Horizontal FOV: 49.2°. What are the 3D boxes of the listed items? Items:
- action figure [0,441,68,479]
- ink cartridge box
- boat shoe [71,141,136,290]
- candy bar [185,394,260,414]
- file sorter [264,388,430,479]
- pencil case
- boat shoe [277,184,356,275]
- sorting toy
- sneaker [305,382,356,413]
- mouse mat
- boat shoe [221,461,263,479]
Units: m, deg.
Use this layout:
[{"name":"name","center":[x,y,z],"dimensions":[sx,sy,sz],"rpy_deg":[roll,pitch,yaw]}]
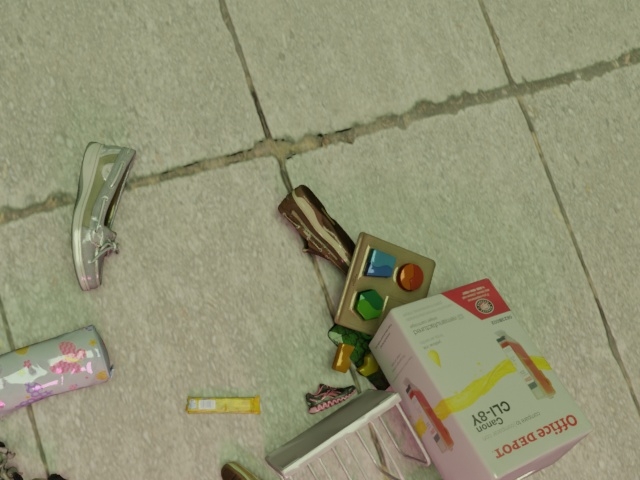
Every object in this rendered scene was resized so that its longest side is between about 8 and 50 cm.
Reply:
[{"name":"action figure","center":[-0.624,0.451,1.312],"dimensions":[0.275,0.141,0.164],"rpy_deg":[26,86,-9]},{"name":"ink cartridge box","center":[0.322,0.300,1.444],"dimensions":[0.279,0.160,0.385],"rpy_deg":[-14,58,-28]},{"name":"boat shoe","center":[-0.455,-0.052,1.466],"dimensions":[0.103,0.118,0.321],"rpy_deg":[4,71,-8]},{"name":"candy bar","center":[-0.207,0.351,1.493],"dimensions":[0.161,0.018,0.040],"rpy_deg":[3,75,-12]},{"name":"file sorter","center":[0.059,0.456,1.447],"dimensions":[0.277,0.193,0.173],"rpy_deg":[-30,90,-17]},{"name":"pencil case","center":[-0.554,0.264,1.379],"dimensions":[0.273,0.113,0.124],"rpy_deg":[-19,91,-16]},{"name":"boat shoe","center":[0.001,-0.002,1.590],"dimensions":[0.095,0.095,0.257],"rpy_deg":[-35,97,18]},{"name":"sorting toy","center":[0.139,0.159,1.558],"dimensions":[0.229,0.041,0.307],"rpy_deg":[22,79,-27]},{"name":"sneaker","center":[0.021,0.337,1.541],"dimensions":[0.119,0.047,0.057],"rpy_deg":[-19,73,-17]},{"name":"mouse mat","center":[0.127,0.230,1.604],"dimensions":[0.152,0.007,0.190],"rpy_deg":[-44,92,-17]},{"name":"boat shoe","center":[-0.125,0.529,1.461],"dimensions":[0.190,0.068,0.072],"rpy_deg":[46,38,7]}]
